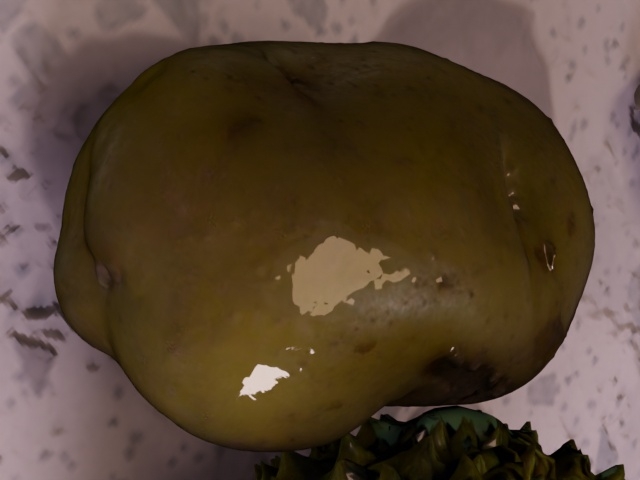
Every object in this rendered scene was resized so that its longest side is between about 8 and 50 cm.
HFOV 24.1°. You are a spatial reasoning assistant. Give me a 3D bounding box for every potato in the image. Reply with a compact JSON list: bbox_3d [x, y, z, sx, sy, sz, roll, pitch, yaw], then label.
[{"bbox_3d":[0.001,-0.004,0.550,0.200,0.154,0.137,-9,103,-35],"label":"potato"}]

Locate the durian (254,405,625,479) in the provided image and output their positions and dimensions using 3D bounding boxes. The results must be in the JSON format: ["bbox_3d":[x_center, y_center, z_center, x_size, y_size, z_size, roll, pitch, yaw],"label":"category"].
[{"bbox_3d":[0.054,0.175,0.561,0.291,0.291,0.225,7,79,-42],"label":"durian"}]

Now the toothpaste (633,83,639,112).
[{"bbox_3d":[0.211,-0.001,0.813,0.071,0.045,0.193,-40,127,-22],"label":"toothpaste"}]
